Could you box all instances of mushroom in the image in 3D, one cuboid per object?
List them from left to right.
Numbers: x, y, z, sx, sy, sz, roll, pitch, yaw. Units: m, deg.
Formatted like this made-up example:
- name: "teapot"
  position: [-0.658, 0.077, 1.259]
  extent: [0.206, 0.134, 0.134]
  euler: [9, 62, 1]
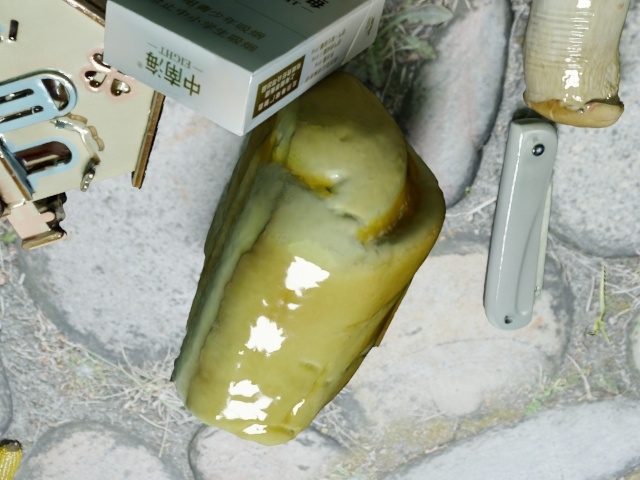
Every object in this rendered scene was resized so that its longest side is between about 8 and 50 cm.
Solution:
- name: "mushroom"
  position: [0.250, -0.278, 0.902]
  extent: [0.123, 0.095, 0.351]
  euler: [0, 116, 22]

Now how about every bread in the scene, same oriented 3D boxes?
- name: "bread"
  position: [0.000, 0.000, 0.940]
  extent: [0.210, 0.300, 0.341]
  euler: [18, 113, -14]

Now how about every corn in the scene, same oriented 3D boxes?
- name: "corn"
  position: [-0.437, 0.315, 1.256]
  extent: [0.037, 0.037, 0.092]
  euler: [26, 113, -11]

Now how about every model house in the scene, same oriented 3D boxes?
- name: "model house"
  position: [-0.257, -0.154, 0.908]
  extent: [0.244, 0.169, 0.326]
  euler: [-17, 131, 3]

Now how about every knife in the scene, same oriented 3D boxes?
- name: "knife"
  position: [0.235, -0.014, 1.066]
  extent: [0.073, 0.040, 0.265]
  euler: [-4, 117, -8]

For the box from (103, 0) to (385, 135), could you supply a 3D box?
- name: "box"
  position: [-0.061, -0.199, 0.840]
  extent: [0.155, 0.243, 0.067]
  euler: [31, 132, 16]
